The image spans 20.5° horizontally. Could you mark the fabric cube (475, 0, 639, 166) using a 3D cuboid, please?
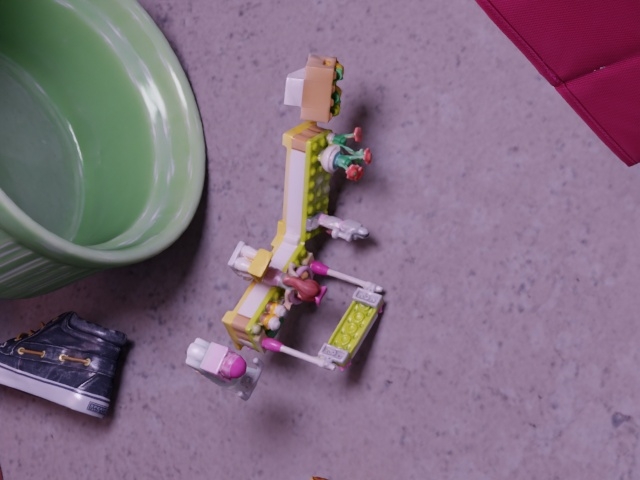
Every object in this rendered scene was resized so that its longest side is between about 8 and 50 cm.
[{"bbox_3d":[0.261,-0.245,1.199,0.258,0.259,0.254,-18,55,29],"label":"fabric cube"}]

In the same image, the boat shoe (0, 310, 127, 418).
[{"bbox_3d":[-0.256,0.103,1.635,0.183,0.065,0.083,14,80,33],"label":"boat shoe"}]

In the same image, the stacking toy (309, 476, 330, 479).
[{"bbox_3d":[0.052,0.303,1.384,0.221,0.052,0.167,23,94,35],"label":"stacking toy"}]

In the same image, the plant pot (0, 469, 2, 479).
[{"bbox_3d":[-0.423,0.238,1.650,0.191,0.174,0.191,-9,74,35],"label":"plant pot"}]

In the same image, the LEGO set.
[{"bbox_3d":[0.000,0.000,1.447,0.107,0.132,0.287,19,85,27],"label":"LEGO set"}]

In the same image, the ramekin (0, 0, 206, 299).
[{"bbox_3d":[-0.258,-0.096,1.537,0.148,0.303,0.303,-26,66,35],"label":"ramekin"}]
